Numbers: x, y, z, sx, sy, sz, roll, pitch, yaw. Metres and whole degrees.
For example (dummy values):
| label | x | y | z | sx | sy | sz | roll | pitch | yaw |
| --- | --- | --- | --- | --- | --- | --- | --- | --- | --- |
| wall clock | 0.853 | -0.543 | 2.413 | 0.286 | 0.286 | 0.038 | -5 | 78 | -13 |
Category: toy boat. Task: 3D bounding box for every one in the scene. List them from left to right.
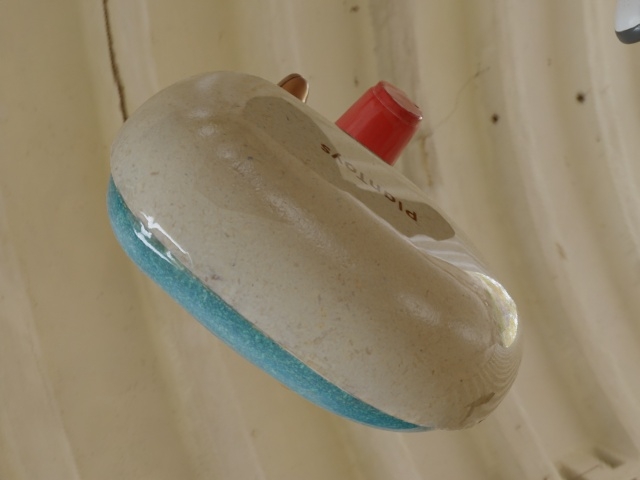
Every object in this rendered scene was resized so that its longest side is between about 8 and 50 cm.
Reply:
| label | x | y | z | sx | sy | sz | roll | pitch | yaw |
| --- | --- | --- | --- | --- | --- | --- | --- | --- | --- |
| toy boat | 0.000 | 0.000 | 0.615 | 0.267 | 0.148 | 0.318 | 38 | -157 | -8 |

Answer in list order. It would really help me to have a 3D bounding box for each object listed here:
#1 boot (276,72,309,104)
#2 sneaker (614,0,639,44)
| label | x | y | z | sx | sy | sz | roll | pitch | yaw |
| --- | --- | --- | --- | --- | --- | --- | --- | --- | --- |
| boot | -0.019 | -0.144 | 1.397 | 0.073 | 0.152 | 0.197 | 40 | -112 | -53 |
| sneaker | 0.337 | -0.338 | 0.983 | 0.145 | 0.090 | 0.270 | 40 | -104 | -21 |
